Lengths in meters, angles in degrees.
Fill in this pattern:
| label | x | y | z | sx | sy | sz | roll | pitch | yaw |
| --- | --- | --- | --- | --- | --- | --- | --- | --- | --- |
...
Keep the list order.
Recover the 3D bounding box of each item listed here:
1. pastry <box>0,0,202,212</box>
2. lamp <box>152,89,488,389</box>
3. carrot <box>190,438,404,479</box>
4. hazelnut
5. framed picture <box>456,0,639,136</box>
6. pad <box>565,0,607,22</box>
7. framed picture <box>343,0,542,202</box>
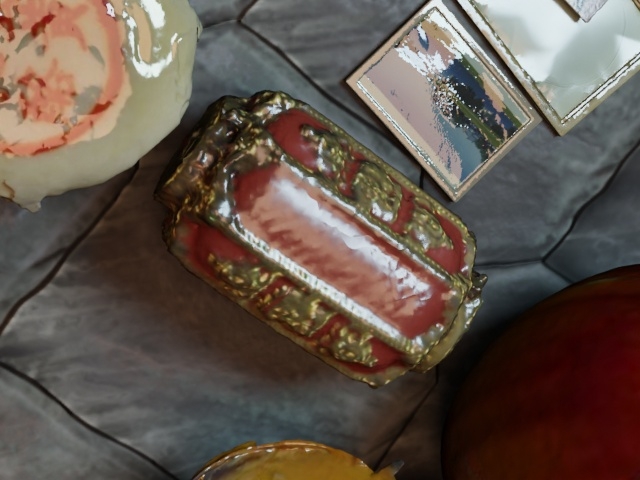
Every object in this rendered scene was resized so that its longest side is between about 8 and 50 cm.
| label | x | y | z | sx | sy | sz | roll | pitch | yaw |
| --- | --- | --- | --- | --- | --- | --- | --- | --- | --- |
| pastry | -0.217 | -0.154 | 0.926 | 0.264 | 0.133 | 0.265 | -3 | 101 | -15 |
| lamp | 0.000 | 0.000 | 0.982 | 0.274 | 0.177 | 0.177 | 35 | 92 | -17 |
| carrot | -0.024 | 0.350 | 0.982 | 0.224 | 0.224 | 0.341 | -4 | 127 | -11 |
| hazelnut | 0.292 | 0.211 | 1.005 | 0.359 | 0.359 | 0.409 | -41 | 109 | -1 |
| framed picture | 0.201 | -0.210 | 1.059 | 0.136 | 0.010 | 0.201 | -41 | 105 | -1 |
| pad | 0.253 | -0.325 | 1.042 | 0.158 | 0.003 | 0.235 | 43 | 87 | -15 |
| framed picture | 0.108 | -0.122 | 1.056 | 0.109 | 0.011 | 0.149 | -44 | 106 | -1 |
